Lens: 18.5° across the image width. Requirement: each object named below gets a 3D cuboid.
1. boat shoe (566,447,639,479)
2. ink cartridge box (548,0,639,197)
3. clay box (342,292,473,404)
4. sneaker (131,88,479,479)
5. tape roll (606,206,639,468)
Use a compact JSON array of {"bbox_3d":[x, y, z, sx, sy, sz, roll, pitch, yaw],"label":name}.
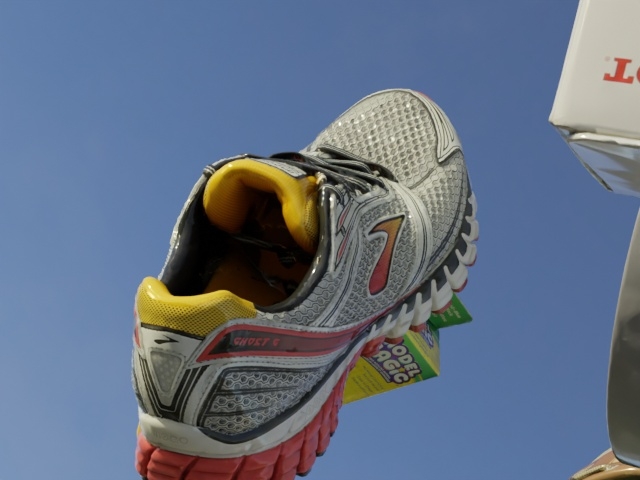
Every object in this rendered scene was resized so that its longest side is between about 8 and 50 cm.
[{"bbox_3d":[0.158,0.268,1.506,0.122,0.324,0.120,47,14,18],"label":"boat shoe"},{"bbox_3d":[0.191,-0.116,0.719,0.160,0.219,0.092,11,-11,24],"label":"ink cartridge box"},{"bbox_3d":[-0.009,0.070,1.473,0.222,0.053,0.127,-19,-48,23],"label":"clay box"},{"bbox_3d":[0.000,0.000,0.750,0.088,0.225,0.093,8,-54,21],"label":"sneaker"},{"bbox_3d":[0.218,0.021,1.036,0.072,0.219,0.219,14,-35,22],"label":"tape roll"}]
